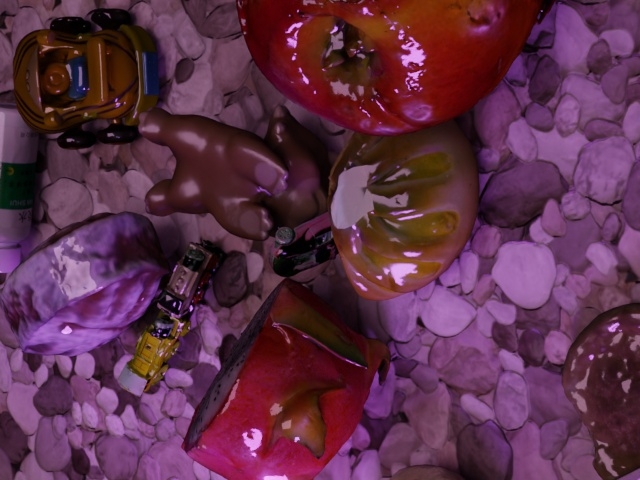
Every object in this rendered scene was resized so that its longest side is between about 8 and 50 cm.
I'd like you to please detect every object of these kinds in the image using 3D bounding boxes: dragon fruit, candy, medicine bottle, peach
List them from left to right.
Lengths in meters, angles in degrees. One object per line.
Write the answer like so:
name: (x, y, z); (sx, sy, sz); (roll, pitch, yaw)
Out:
medicine bottle: (-0.493, -0.082, 2.258); (0.095, 0.095, 0.260); (16, 103, 35)
candy: (-0.337, 0.068, 2.077); (0.289, 0.214, 0.157); (-38, 75, 45)
dragon fruit: (-0.043, 0.208, 1.854); (0.189, 0.290, 0.290); (34, 117, -3)
peach: (0.096, -0.339, 1.663); (0.339, 0.416, 0.353); (9, 137, 25)

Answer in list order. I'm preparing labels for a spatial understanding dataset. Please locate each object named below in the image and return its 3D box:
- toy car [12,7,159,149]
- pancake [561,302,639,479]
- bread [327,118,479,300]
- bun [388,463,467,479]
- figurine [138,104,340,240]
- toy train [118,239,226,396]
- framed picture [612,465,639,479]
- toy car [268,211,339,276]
toy car: (-0.358, -0.235, 2.112); (0.248, 0.142, 0.200); (-5, 90, 35)
pancake: (0.379, 0.189, 1.660); (0.222, 0.042, 0.236); (-5, 91, 37)
bread: (0.110, -0.057, 1.774); (0.156, 0.158, 0.260); (-5, 94, 34)
bun: (0.132, 0.395, 1.811); (0.222, 0.127, 0.222); (6, 101, 36)
figurine: (-0.089, -0.093, 1.907); (0.247, 0.173, 0.177); (6, 108, 28)
toy train: (-0.213, 0.108, 2.073); (0.053, 0.085, 0.249); (33, 113, 12)
framed picture: (0.446, 0.364, 1.620); (0.209, 0.019, 0.281); (-38, 80, 33)
toy car: (0.000, 0.000, 1.833); (0.055, 0.142, 0.069); (55, 164, 31)
